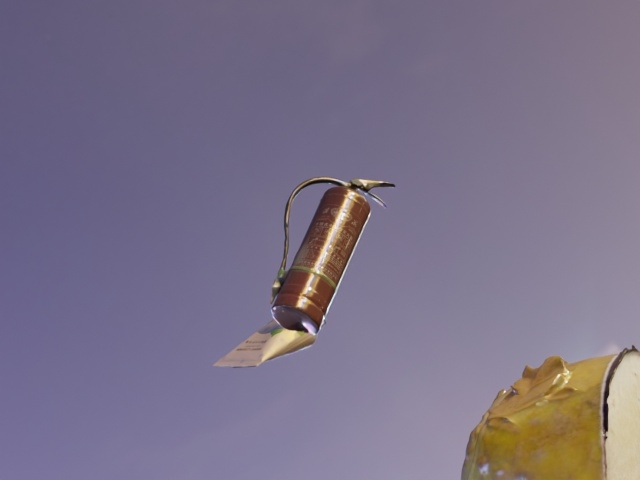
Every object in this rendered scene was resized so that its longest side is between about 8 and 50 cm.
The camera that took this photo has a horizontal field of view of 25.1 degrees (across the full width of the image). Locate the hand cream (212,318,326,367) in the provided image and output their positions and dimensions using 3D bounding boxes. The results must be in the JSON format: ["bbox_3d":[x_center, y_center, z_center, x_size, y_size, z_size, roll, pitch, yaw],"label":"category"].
[{"bbox_3d":[-0.053,0.118,1.710,0.142,0.053,0.084,-25,12,-40],"label":"hand cream"}]

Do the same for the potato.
[{"bbox_3d":[0.233,0.265,1.320,0.196,0.299,0.246,-18,-29,34],"label":"potato"}]

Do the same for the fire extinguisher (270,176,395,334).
[{"bbox_3d":[0.000,0.000,1.182,0.045,0.078,0.157,110,-176,-60],"label":"fire extinguisher"}]
